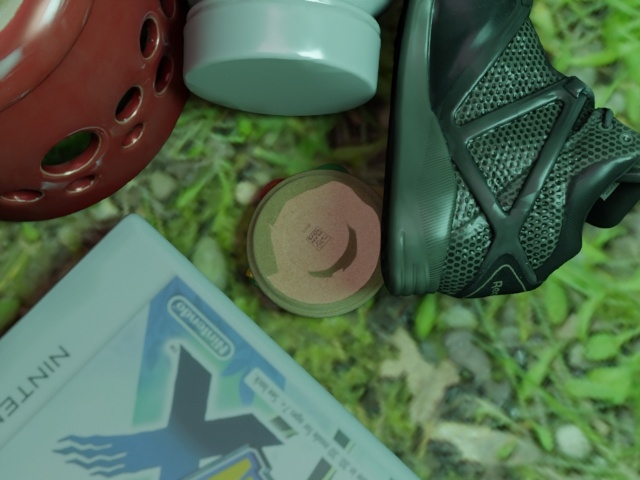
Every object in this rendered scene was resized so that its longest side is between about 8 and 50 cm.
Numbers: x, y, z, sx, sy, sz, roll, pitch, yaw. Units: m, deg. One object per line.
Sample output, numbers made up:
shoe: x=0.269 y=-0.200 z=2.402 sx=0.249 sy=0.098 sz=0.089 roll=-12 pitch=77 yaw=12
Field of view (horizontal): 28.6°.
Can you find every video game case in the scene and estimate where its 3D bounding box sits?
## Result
video game case: x=-0.084 y=0.197 z=0.617 sx=0.329 sy=0.036 sz=0.300 roll=42 pitch=80 yaw=12

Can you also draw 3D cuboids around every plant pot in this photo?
plant pot: x=-0.171 y=-0.116 z=0.636 sx=0.191 sy=0.174 sz=0.191 roll=-1 pitch=80 yaw=5

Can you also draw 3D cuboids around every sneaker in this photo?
sneaker: x=0.100 y=-0.080 z=0.642 sx=0.130 sy=0.087 sz=0.227 roll=4 pitch=75 yaw=-3

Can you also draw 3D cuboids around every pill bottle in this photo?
pill bottle: x=-0.015 y=-0.178 z=0.655 sx=0.119 sy=0.119 sz=0.208 roll=2 pitch=79 yaw=7

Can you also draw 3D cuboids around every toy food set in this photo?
toy food set: x=0.000 y=0.000 z=0.669 sx=0.083 sy=0.020 sz=0.083 roll=25 pitch=84 yaw=11
